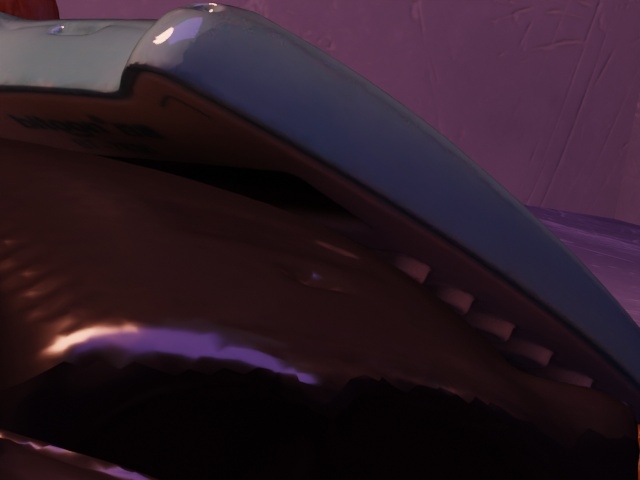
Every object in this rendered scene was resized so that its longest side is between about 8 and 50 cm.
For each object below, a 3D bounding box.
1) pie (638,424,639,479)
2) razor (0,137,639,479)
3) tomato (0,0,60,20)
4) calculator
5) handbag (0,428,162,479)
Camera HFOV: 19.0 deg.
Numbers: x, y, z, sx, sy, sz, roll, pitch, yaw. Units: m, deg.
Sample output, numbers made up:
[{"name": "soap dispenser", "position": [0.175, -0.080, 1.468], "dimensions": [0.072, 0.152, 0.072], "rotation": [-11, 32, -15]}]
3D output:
[{"name": "pie", "position": [0.171, 0.091, 0.697], "dimensions": [0.163, 0.079, 0.193], "rotation": [-2, -1, 20]}, {"name": "razor", "position": [-0.056, 0.036, 0.621], "dimensions": [0.204, 0.113, 0.349], "rotation": [12, 4, -26]}, {"name": "tomato", "position": [-0.268, -0.106, 1.018], "dimensions": [0.265, 0.264, 0.265], "rotation": [10, 5, -1]}, {"name": "calculator", "position": [0.000, 0.000, 0.848], "dimensions": [0.256, 0.054, 0.386], "rotation": [7, -23, 44]}, {"name": "handbag", "position": [-0.029, 0.095, 0.218], "dimensions": [0.244, 0.088, 0.275], "rotation": [16, 5, 15]}]
